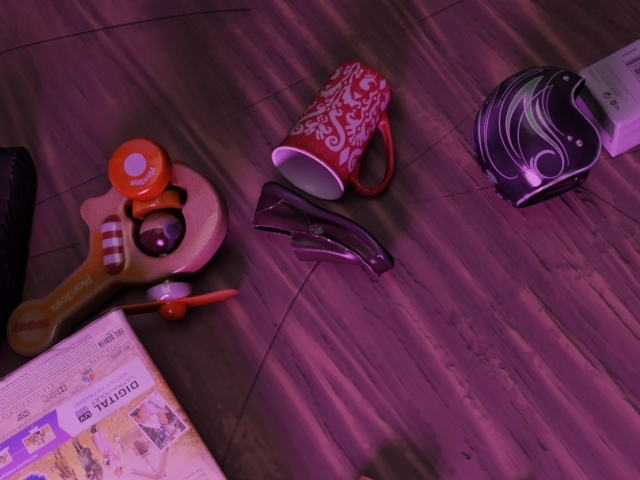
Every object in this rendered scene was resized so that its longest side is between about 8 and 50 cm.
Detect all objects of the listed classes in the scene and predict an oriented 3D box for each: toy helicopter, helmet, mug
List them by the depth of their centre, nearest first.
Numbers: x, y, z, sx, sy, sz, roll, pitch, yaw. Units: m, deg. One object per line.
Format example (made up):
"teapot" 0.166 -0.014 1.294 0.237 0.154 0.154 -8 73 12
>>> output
"helmet" 0.280 -0.140 1.348 0.169 0.169 0.162 -24 79 0
"toy helicopter" -0.271 0.048 1.409 0.355 0.140 0.235 -40 73 3
"mug" 0.033 -0.145 1.448 0.113 0.150 0.169 0 53 52

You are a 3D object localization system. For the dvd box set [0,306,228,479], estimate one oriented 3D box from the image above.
"dvd box set" -0.260 0.329 1.233 0.307 0.062 0.420 -33 71 -11

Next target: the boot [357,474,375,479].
"boot" 0.086 0.372 1.196 0.197 0.073 0.152 27 69 19

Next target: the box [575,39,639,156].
"box" 0.409 -0.189 1.386 0.102 0.087 0.101 -28 63 -2

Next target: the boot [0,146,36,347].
"boot" -0.552 0.015 1.452 0.260 0.131 0.348 -2 54 3

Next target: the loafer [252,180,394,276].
"loafer" 0.000 0.000 1.392 0.220 0.080 0.078 28 83 27
